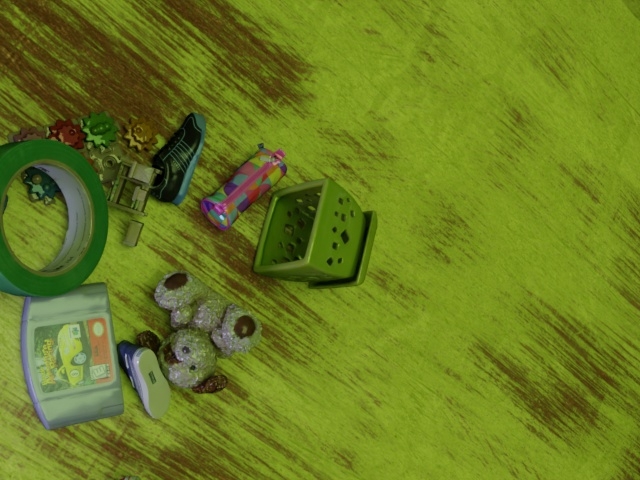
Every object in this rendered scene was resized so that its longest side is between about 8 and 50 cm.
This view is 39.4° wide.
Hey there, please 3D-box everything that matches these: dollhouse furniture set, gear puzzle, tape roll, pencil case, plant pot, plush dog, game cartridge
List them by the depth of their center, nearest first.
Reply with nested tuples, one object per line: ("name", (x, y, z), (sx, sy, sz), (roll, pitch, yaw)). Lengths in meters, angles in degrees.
("tape roll", (-0.577, -0.045, 1.824), (0.321, 0.077, 0.321), (2, 87, -57))
("game cartridge", (-0.535, 0.245, 1.911), (0.196, 0.060, 0.294), (-8, 87, -28))
("dollhouse furniture set", (-0.430, -0.086, 1.948), (0.101, 0.161, 0.182), (19, 91, -4))
("gear puzzle", (-0.508, -0.200, 1.999), (0.338, 0.044, 0.176), (-20, 93, -32))
("plush dog", (-0.280, 0.224, 2.022), (0.262, 0.210, 0.225), (32, 80, 6))
("pencil case", (-0.182, -0.131, 2.159), (0.104, 0.104, 0.236), (50, 62, -15))
("plant pot", (0.000, 0.000, 2.184), (0.207, 0.227, 0.228), (25, 69, -33))

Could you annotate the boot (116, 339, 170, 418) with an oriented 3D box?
("boot", (-0.393, 0.305, 1.984), (0.069, 0.086, 0.190), (-34, 128, -39))

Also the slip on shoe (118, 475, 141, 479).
("slip on shoe", (-0.401, 0.668, 1.905), (0.101, 0.123, 0.331), (-13, 95, 0))

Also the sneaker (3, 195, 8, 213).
("sneaker", (-0.749, -0.006, 1.783), (0.131, 0.112, 0.296), (39, 62, -16))

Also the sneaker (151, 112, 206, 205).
("sneaker", (-0.337, -0.201, 2.083), (0.090, 0.081, 0.232), (23, 72, -34))
